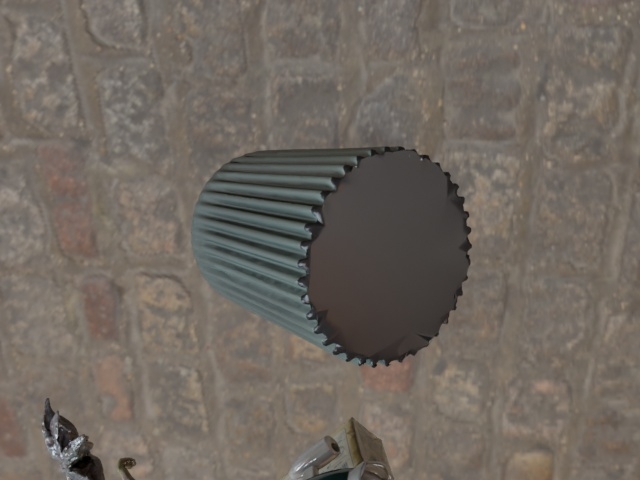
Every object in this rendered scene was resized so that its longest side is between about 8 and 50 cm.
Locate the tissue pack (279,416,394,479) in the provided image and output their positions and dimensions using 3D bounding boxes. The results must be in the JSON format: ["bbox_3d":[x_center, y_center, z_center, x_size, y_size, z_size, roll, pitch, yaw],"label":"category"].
[{"bbox_3d":[0.010,0.373,1.489,0.196,0.148,0.092,-42,113,12],"label":"tissue pack"}]

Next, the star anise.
[{"bbox_3d":[-0.414,0.366,1.740,0.181,0.061,0.204,-4,111,58],"label":"star anise"}]

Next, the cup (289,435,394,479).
[{"bbox_3d":[0.024,0.362,1.280,0.173,0.299,0.167,-38,123,17],"label":"cup"}]

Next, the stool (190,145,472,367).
[{"bbox_3d":[0.000,0.000,1.486,0.330,0.297,0.297,14,141,54],"label":"stool"}]

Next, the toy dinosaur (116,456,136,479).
[{"bbox_3d":[-0.342,0.473,1.861,0.251,0.200,0.072,12,106,-18],"label":"toy dinosaur"}]
